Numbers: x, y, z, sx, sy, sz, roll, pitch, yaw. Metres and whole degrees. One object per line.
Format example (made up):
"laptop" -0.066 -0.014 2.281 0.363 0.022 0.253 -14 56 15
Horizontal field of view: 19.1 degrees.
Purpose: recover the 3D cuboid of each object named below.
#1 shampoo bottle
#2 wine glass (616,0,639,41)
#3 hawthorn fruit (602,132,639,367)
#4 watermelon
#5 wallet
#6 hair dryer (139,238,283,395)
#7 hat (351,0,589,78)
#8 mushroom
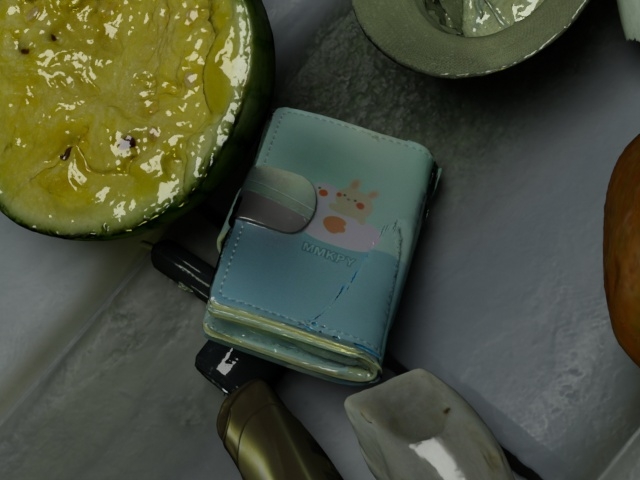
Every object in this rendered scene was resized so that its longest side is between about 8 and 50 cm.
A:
"shampoo bottle" 0.007 0.253 1.605 0.084 0.125 0.350 -36 46 -2
"wine glass" 0.320 -0.299 1.701 0.126 0.126 0.241 2 103 21
"hawthorn fruit" 0.343 0.035 1.530 0.277 0.277 0.298 28 105 28
"watermelon" -0.171 -0.145 1.836 0.330 0.189 0.331 -4 83 32
"wallet" 0.000 0.000 1.709 0.176 0.075 0.250 17 52 2
"hair dryer" -0.105 0.055 1.795 0.219 0.071 0.124 35 80 36
"hat" 0.166 -0.244 1.781 0.257 0.130 0.257 -9 67 22
"mushroom" 0.117 0.238 1.609 0.118 0.103 0.270 -27 66 11
